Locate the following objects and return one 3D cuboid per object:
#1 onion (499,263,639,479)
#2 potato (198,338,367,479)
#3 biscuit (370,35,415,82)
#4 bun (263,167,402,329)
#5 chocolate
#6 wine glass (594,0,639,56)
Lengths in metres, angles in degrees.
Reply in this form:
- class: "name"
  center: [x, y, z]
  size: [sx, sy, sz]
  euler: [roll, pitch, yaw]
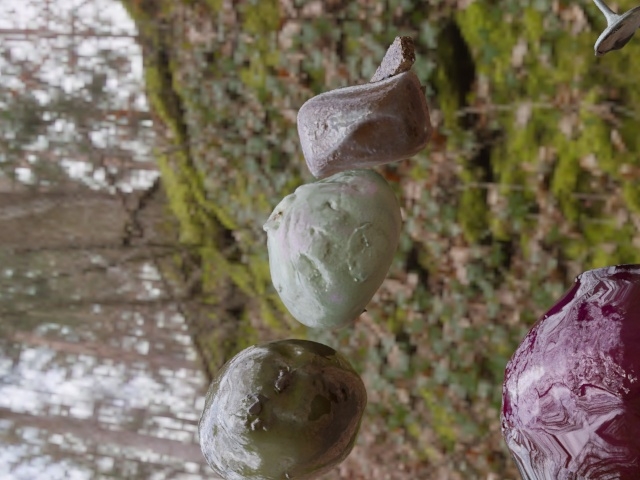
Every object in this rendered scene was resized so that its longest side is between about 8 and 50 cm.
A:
- class: "onion"
  center: [0.381, 0.261, 1.499]
  size: [0.398, 0.398, 0.420]
  euler: [66, -145, -52]
- class: "potato"
  center: [-0.055, 0.260, 1.945]
  size: [0.326, 0.243, 0.221]
  euler: [134, 128, -62]
- class: "biscuit"
  center: [0.138, -0.327, 2.538]
  size: [0.199, 0.034, 0.064]
  euler: [124, 142, -61]
- class: "bun"
  center: [0.000, 0.000, 2.175]
  size: [0.293, 0.187, 0.293]
  euler: [-50, 29, 41]
- class: "chocolate"
  center: [0.067, -0.205, 2.323]
  size: [0.083, 0.261, 0.161]
  euler: [-17, -89, -64]
- class: "wine glass"
  center: [0.436, -0.429, 2.154]
  size: [0.232, 0.156, 0.156]
  euler: [55, -167, 17]
